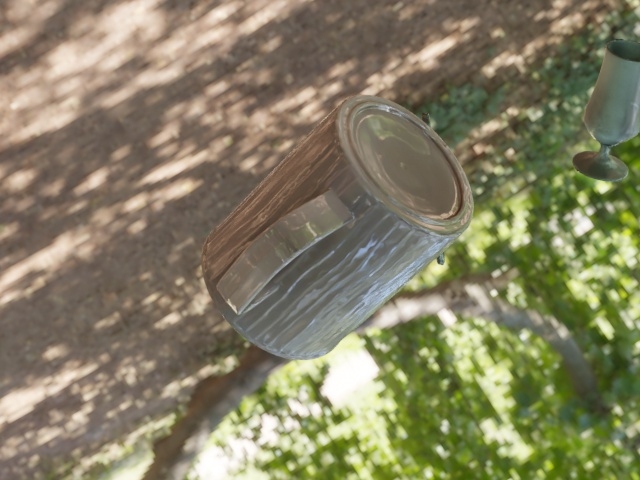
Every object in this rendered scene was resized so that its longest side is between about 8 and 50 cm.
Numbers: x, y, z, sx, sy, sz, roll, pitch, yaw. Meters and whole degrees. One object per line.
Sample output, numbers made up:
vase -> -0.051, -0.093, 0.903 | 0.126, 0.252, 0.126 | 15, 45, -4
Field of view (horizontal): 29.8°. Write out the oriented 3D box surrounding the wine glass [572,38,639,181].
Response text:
wine glass -> 0.509, -0.225, 2.070 | 0.103, 0.103, 0.231 | -23, 134, -39

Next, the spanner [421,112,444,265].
spanner -> 0.185, -0.085, 1.979 | 0.015, 0.254, 0.054 | -6, -178, 5

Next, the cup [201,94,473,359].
cup -> -0.005, -0.015, 1.378 | 0.288, 0.208, 0.273 | 10, 139, -41
